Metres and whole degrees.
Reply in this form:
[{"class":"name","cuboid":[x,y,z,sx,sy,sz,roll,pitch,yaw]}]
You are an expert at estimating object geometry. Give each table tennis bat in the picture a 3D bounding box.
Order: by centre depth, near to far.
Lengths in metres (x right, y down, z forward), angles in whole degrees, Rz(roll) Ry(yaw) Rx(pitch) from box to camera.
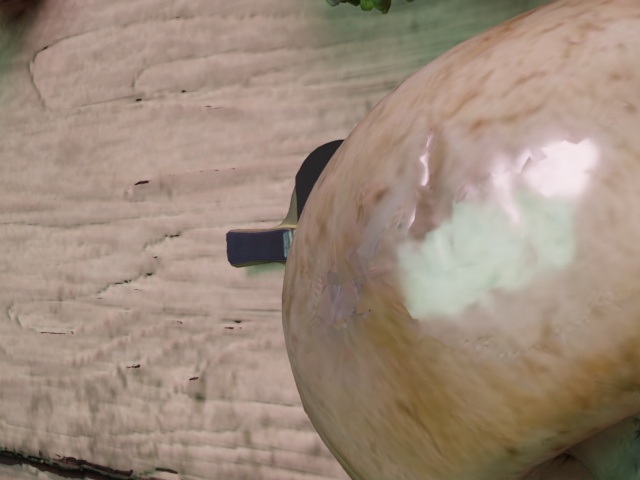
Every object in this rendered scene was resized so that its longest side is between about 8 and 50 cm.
[{"class":"table tennis bat","cuboid":[0.000,0.000,0.850,0.158,0.014,0.095,-5,90,56]}]

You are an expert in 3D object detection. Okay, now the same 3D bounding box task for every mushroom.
[{"class":"mushroom","cuboid":[0.087,0.026,0.555,0.254,0.189,0.195,-47,52,53]}]

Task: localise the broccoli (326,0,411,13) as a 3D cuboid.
[{"class":"broccoli","cuboid":[-0.019,-0.196,0.695,0.226,0.198,0.176,34,110,44]}]
